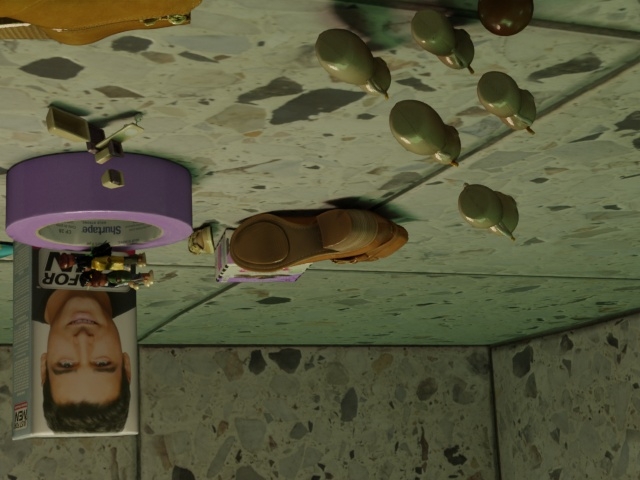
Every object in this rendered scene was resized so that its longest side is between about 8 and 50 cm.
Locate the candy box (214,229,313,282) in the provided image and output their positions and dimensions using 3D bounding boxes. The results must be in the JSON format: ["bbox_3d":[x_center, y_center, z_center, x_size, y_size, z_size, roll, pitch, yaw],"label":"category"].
[{"bbox_3d":[-0.112,0.031,2.167,0.164,0.070,0.196,0,168,-11],"label":"candy box"}]

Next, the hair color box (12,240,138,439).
[{"bbox_3d":[-0.411,0.141,1.886,0.185,0.375,0.113,4,166,-31],"label":"hair color box"}]

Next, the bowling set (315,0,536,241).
[{"bbox_3d":[0.155,-0.154,1.138,0.200,0.287,0.154,-41,164,13],"label":"bowling set"}]

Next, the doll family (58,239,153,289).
[{"bbox_3d":[-0.338,0.044,1.755,0.111,0.076,0.193,-2,172,-26],"label":"doll family"}]

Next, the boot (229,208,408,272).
[{"bbox_3d":[0.000,0.000,2.024,0.283,0.109,0.220,-18,166,29],"label":"boot"}]

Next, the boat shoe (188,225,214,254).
[{"bbox_3d":[-0.221,0.005,2.071,0.045,0.050,0.135,-6,169,-11],"label":"boat shoe"}]

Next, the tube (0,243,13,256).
[{"bbox_3d":[-0.651,0.021,2.070,0.080,0.052,0.207,-7,173,43],"label":"tube"}]

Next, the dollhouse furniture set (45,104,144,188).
[{"bbox_3d":[-0.272,-0.129,1.393,0.081,0.091,0.114,-26,155,25],"label":"dollhouse furniture set"}]

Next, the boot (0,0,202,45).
[{"bbox_3d":[-0.201,-0.231,0.896,0.211,0.104,0.295,-8,173,-3],"label":"boot"}]

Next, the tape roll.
[{"bbox_3d":[-0.330,-0.053,1.688,0.274,0.090,0.275,-3,168,-1],"label":"tape roll"}]
